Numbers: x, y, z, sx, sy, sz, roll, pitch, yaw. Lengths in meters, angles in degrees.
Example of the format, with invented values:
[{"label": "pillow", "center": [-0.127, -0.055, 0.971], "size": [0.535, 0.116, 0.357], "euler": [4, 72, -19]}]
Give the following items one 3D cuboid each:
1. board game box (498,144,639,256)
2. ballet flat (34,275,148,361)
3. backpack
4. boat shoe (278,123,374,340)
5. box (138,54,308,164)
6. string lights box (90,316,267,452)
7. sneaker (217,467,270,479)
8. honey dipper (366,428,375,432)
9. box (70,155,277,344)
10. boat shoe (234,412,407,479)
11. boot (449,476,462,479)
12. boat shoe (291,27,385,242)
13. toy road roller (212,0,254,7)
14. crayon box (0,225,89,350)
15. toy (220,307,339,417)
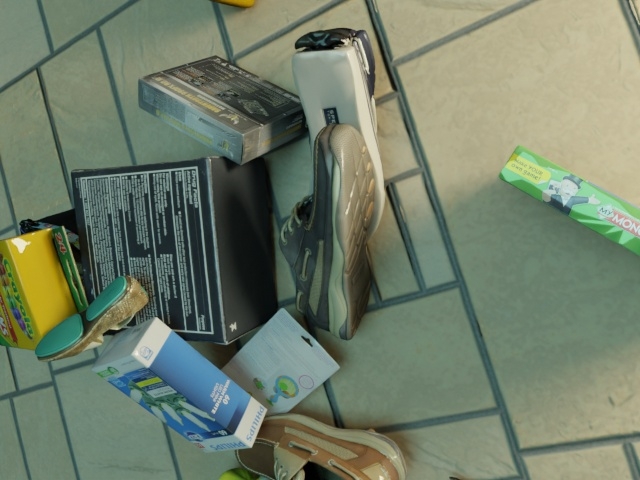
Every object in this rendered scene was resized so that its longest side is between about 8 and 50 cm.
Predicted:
[{"label": "board game box", "center": [0.377, -0.010, 0.639], "size": [0.317, 0.213, 0.046], "euler": [35, 105, 19]}, {"label": "ballet flat", "center": [-0.358, 0.137, 0.846], "size": [0.206, 0.067, 0.073], "euler": [-35, 45, 10]}, {"label": "backpack", "center": [-0.487, 0.019, 1.064], "size": [0.173, 0.158, 0.117], "euler": [28, 121, 18]}, {"label": "boat shoe", "center": [0.000, 0.000, 0.791], "size": [0.130, 0.132, 0.356], "euler": [11, 123, 19]}, {"label": "box", "center": [-0.156, -0.226, 0.888], "size": [0.231, 0.183, 0.056], "euler": [30, 132, 20]}, {"label": "string lights box", "center": [-0.228, 0.247, 0.877], "size": [0.133, 0.077, 0.260], "euler": [-24, 119, 38]}, {"label": "sneaker", "center": [-0.073, 0.486, 0.946], "size": [0.240, 0.091, 0.126], "euler": [6, 113, 24]}, {"label": "honey dipper", "center": [0.107, 0.393, 0.881], "size": [0.030, 0.030, 0.161], "euler": [-21, 79, 24]}, {"label": "box", "center": [-0.249, 0.011, 0.933], "size": [0.294, 0.182, 0.296], "euler": [-1, 98, 26]}, {"label": "boat shoe", "center": [-0.024, 0.367, 0.865], "size": [0.324, 0.116, 0.123], "euler": [-9, 107, 34]}, {"label": "boot", "center": [0.248, 0.470, 0.801], "size": [0.137, 0.077, 0.198], "euler": [9, 83, 28]}, {"label": "boat shoe", "center": [0.050, -0.168, 0.843], "size": [0.127, 0.158, 0.341], "euler": [4, 122, 20]}, {"label": "toy road roller", "center": [-0.198, -0.544, 0.891], "size": [0.329, 0.202, 0.241], "euler": [27, 113, 20]}, {"label": "crayon box", "center": [-0.529, 0.089, 0.955], "size": [0.318, 0.081, 0.202], "euler": [-8, 101, 43]}, {"label": "toy", "center": [-0.080, 0.227, 0.939], "size": [0.137, 0.056, 0.237], "euler": [45, 116, 3]}]
